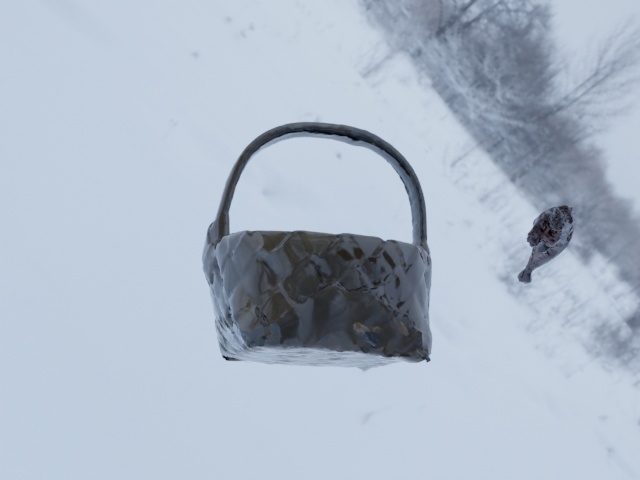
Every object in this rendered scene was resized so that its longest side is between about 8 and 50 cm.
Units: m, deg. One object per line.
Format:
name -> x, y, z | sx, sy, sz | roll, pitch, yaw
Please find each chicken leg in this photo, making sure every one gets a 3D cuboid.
chicken leg -> 0.357, 0.001, 1.351 | 0.048, 0.089, 0.219 | 57, -9, 22

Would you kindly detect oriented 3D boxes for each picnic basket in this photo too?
picnic basket -> 0.000, 0.000, 1.082 | 0.293, 0.337, 0.337 | 7, 29, -12
